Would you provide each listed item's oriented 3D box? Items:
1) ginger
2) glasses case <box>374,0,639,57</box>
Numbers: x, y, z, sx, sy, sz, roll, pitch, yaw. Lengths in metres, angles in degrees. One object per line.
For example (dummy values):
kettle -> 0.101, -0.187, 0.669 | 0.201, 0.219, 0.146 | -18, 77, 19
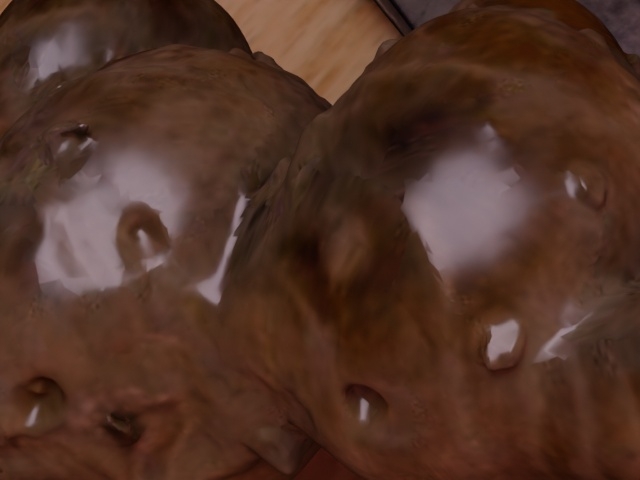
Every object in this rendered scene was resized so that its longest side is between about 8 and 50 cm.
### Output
ginger -> 0.000, 0.000, 0.642 | 0.375, 0.176, 0.256 | 5, 53, 35
glasses case -> 0.117, -0.073, 0.743 | 0.114, 0.060, 0.299 | -34, 54, -2
